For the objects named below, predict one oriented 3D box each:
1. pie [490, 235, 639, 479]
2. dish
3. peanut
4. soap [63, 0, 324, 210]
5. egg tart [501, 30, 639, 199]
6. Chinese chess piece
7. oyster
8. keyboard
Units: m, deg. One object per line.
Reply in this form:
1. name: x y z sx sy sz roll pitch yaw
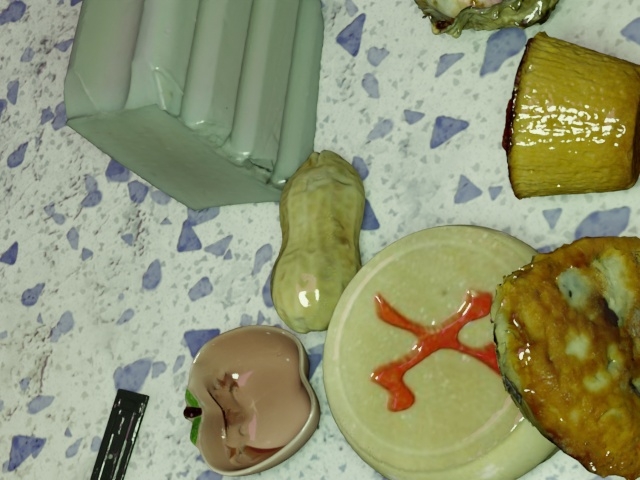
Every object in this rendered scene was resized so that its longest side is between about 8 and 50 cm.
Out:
1. pie: 0.327 0.121 1.358 0.085 0.308 0.308 143 133 -57
2. dish: -0.082 0.223 1.661 0.213 0.090 0.213 -11 65 25
3. peanut: 0.000 0.000 1.673 0.130 0.130 0.290 -12 55 27
4. soap: -0.175 -0.303 1.794 0.213 0.350 0.435 -10 64 37
5. egg tart: 0.316 -0.152 1.510 0.171 0.215 0.215 7 74 21
6. Chinese chess piece: 0.166 0.147 1.507 0.338 0.140 0.338 -13 64 27
7. oyster: 0.286 -0.388 1.660 0.337 0.133 0.197 -27 57 17
8. keyboard: -0.307 0.324 1.804 0.061 0.013 0.204 7 74 33
